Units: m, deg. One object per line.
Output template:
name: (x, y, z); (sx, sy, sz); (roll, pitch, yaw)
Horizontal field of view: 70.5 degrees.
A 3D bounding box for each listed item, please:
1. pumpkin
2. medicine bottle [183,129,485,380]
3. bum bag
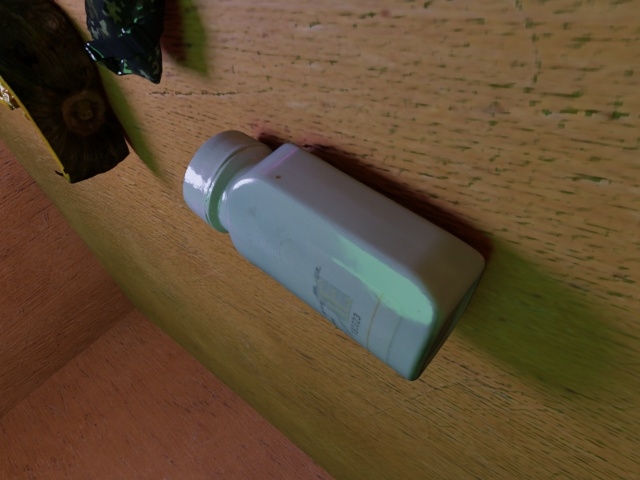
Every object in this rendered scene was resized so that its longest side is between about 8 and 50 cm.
pumpkin: (-0.456, -0.248, 0.738); (0.190, 0.139, 0.280); (30, 146, 22)
medicine bottle: (0.000, 0.000, 0.449); (0.296, 0.111, 0.161); (32, 149, 24)
bum bag: (-0.190, -0.249, 0.426); (0.102, 0.069, 0.248); (23, 149, -5)
